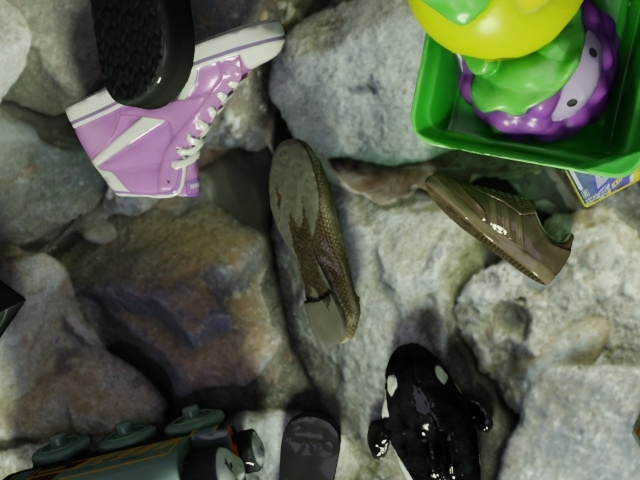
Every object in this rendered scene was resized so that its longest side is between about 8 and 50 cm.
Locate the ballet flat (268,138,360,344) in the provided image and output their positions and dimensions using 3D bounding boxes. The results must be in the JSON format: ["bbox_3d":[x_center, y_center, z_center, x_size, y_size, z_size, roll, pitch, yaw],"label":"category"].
[{"bbox_3d":[0.000,0.000,1.312,0.084,0.058,0.250,-15,91,44],"label":"ballet flat"}]

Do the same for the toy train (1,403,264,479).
[{"bbox_3d":[-0.233,0.297,1.310,0.333,0.190,0.142,-13,97,9],"label":"toy train"}]

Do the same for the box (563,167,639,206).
[{"bbox_3d":[0.359,-0.103,1.249,0.169,0.054,0.059,-29,94,11],"label":"box"}]

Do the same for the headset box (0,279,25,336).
[{"bbox_3d":[-0.502,0.148,1.293,0.131,0.246,0.283,37,102,0],"label":"headset box"}]

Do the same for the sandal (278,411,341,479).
[{"bbox_3d":[-0.020,0.340,1.359,0.097,0.054,0.255,-2,98,7],"label":"sandal"}]

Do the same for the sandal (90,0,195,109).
[{"bbox_3d":[-0.192,-0.360,1.236,0.167,0.107,0.446,-13,79,45],"label":"sandal"}]

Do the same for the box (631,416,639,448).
[{"bbox_3d":[0.467,0.160,1.184,0.126,0.231,0.262,26,101,3],"label":"box"}]

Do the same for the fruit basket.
[{"bbox_3d":[0.217,-0.258,1.089,0.282,0.392,0.392,11,99,6],"label":"fruit basket"}]

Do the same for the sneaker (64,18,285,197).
[{"bbox_3d":[-0.142,-0.143,1.289,0.282,0.102,0.161,-23,98,20],"label":"sneaker"}]

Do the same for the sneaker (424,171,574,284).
[{"bbox_3d":[0.208,-0.030,1.283,0.188,0.066,0.071,39,84,-5],"label":"sneaker"}]

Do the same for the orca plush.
[{"bbox_3d":[0.126,0.272,1.307,0.151,0.102,0.287,4,99,7],"label":"orca plush"}]
